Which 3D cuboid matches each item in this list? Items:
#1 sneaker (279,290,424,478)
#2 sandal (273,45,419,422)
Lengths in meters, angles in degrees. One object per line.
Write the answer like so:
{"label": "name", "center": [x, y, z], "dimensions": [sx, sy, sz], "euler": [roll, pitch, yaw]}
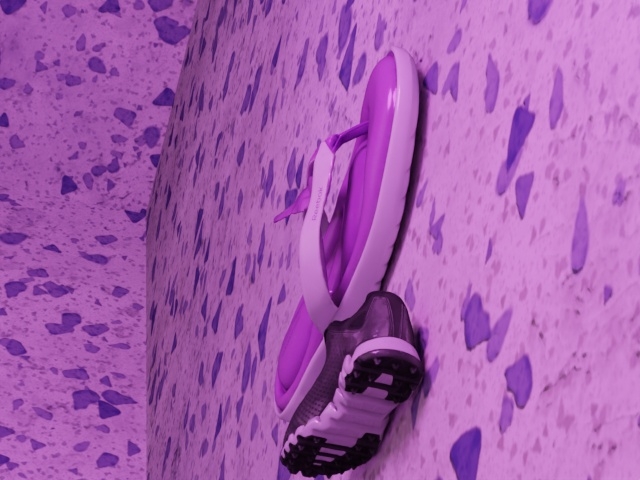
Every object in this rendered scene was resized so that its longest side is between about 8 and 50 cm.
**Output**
{"label": "sneaker", "center": [0.028, 0.128, 1.165], "dimensions": [0.234, 0.078, 0.106], "euler": [121, 159, -46]}
{"label": "sandal", "center": [0.002, 0.006, 1.290], "dimensions": [0.169, 0.102, 0.416], "euler": [-109, 32, -63]}
